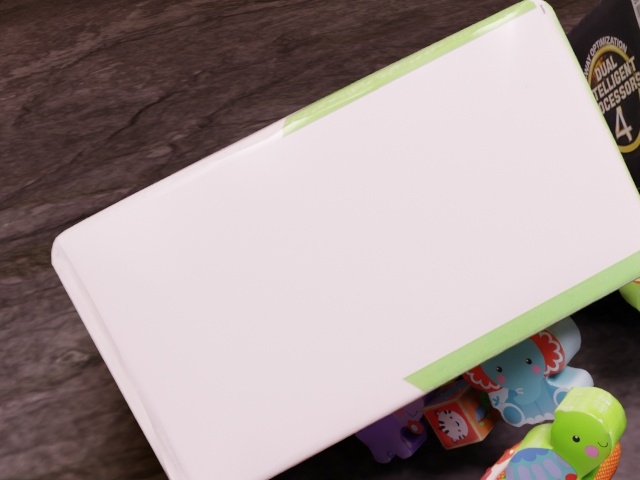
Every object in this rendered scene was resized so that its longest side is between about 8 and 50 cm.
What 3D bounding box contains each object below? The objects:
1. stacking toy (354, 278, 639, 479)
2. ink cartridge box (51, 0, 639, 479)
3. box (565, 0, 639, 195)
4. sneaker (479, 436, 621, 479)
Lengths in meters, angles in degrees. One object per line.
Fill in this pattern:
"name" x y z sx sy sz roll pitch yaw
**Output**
"stacking toy" 0.061 0.062 0.467 0.221 0.052 0.167 -26 6 41
"ink cartridge box" 0.000 0.000 0.501 0.198 0.114 0.273 -28 5 -5
"box" 0.263 -0.085 0.547 0.318 0.097 0.395 -13 -9 -11
"sneaker" 0.075 0.136 0.422 0.067 0.064 0.175 30 49 30
